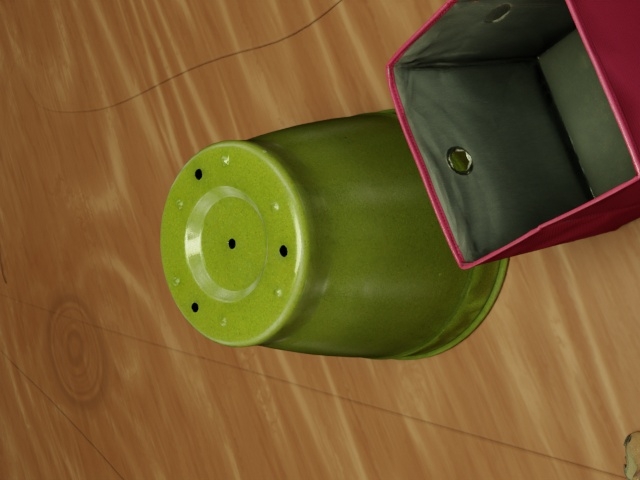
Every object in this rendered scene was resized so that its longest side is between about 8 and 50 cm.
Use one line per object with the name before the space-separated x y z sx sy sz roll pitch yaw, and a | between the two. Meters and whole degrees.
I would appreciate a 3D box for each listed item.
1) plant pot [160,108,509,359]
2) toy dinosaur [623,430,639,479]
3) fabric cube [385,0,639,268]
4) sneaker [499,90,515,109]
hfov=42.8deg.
plant pot | 0.000 0.000 1.056 0.367 0.353 0.366 3 95 39
toy dinosaur | 0.450 0.320 0.863 0.296 0.127 0.200 9 91 33
fabric cube | 0.269 -0.144 0.852 0.259 0.258 0.254 -36 70 55
sneaker | 0.256 -0.141 1.042 0.051 0.070 0.134 -10 116 41
